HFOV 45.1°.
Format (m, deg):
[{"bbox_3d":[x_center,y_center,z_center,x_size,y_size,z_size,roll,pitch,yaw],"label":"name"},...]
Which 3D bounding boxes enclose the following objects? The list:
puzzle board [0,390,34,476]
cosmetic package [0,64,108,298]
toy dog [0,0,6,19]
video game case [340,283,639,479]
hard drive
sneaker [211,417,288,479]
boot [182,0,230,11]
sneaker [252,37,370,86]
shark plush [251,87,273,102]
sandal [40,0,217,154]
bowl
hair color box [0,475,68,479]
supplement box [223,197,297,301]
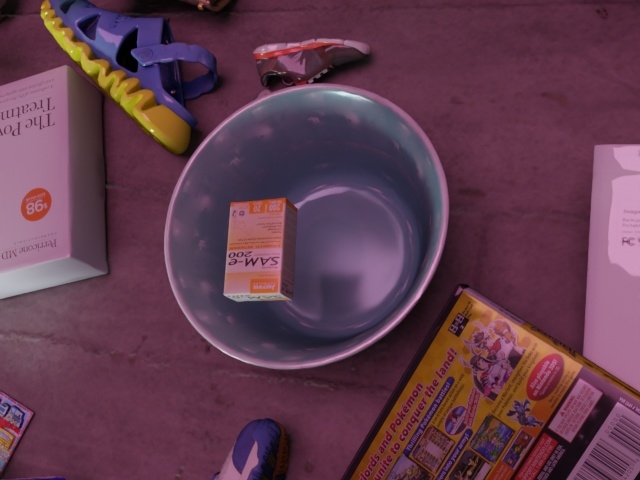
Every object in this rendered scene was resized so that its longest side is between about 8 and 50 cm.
[{"bbox_3d":[-0.449,0.244,1.023,0.128,0.011,0.096,23,81,24],"label":"puzzle board"},{"bbox_3d":[-0.488,-0.057,1.086,0.377,0.097,0.284,-14,72,15],"label":"cosmetic package"},{"bbox_3d":[-0.638,-0.293,1.189,0.334,0.161,0.220,-11,53,-2],"label":"toy dog"},{"bbox_3d":[0.176,0.223,0.774,0.248,0.035,0.274,33,100,24],"label":"video game case"},{"bbox_3d":[0.358,0.063,0.730,0.203,0.040,0.307,3,92,29],"label":"hard drive"},{"bbox_3d":[-0.138,0.322,0.839,0.131,0.112,0.296,20,80,23],"label":"sneaker"},{"bbox_3d":[-0.239,-0.365,1.038,0.203,0.262,0.095,24,122,21],"label":"boot"},{"bbox_3d":[-0.010,-0.229,1.010,0.158,0.061,0.064,-1,100,19],"label":"sneaker"},{"bbox_3d":[-0.102,-0.122,1.016,0.161,0.073,0.067,-59,44,17],"label":"shark plush"},{"bbox_3d":[-0.256,-0.256,1.065,0.317,0.126,0.138,42,85,17],"label":"sandal"},{"bbox_3d":[0.000,0.000,0.865,0.312,0.163,0.311,-5,72,16],"label":"bowl"},{"bbox_3d":[-0.259,0.416,0.786,0.339,0.110,0.185,28,98,38],"label":"hair color box"},{"bbox_3d":[-0.059,0.010,0.773,0.062,0.036,0.098,-4,72,18],"label":"supplement box"}]
